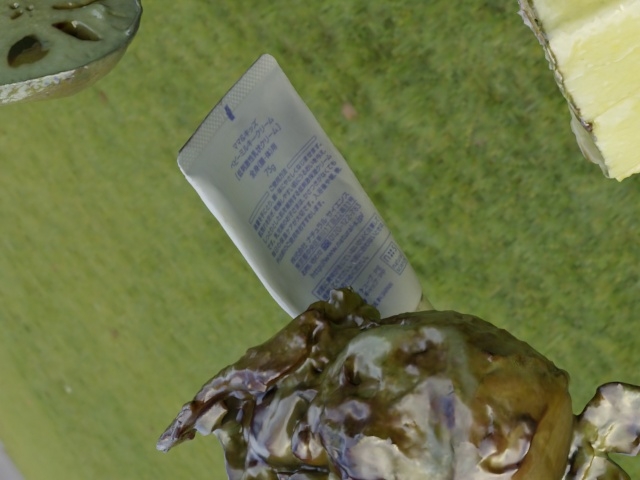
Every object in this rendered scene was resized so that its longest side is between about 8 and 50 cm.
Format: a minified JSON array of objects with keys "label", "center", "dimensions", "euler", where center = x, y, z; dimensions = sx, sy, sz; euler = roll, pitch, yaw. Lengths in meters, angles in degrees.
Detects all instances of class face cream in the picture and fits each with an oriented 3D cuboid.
[{"label":"face cream","center":[0.000,0.000,0.758],"dimensions":[0.070,0.114,0.224],"euler":[-16,120,44]}]

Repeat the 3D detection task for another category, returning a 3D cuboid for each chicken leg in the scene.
[{"label":"chicken leg","center":[0.007,0.142,0.671],"dimensions":[0.211,0.140,0.361],"euler":[28,148,-10]}]

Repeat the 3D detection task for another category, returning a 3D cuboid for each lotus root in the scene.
[{"label":"lotus root","center":[-0.248,-0.171,0.999],"dimensions":[0.078,0.203,0.183],"euler":[93,162,-51]}]

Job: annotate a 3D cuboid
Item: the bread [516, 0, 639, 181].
[{"label":"bread","center":[0.224,-0.169,0.632],"dimensions":[0.163,0.264,0.168],"euler":[45,-153,-55]}]
